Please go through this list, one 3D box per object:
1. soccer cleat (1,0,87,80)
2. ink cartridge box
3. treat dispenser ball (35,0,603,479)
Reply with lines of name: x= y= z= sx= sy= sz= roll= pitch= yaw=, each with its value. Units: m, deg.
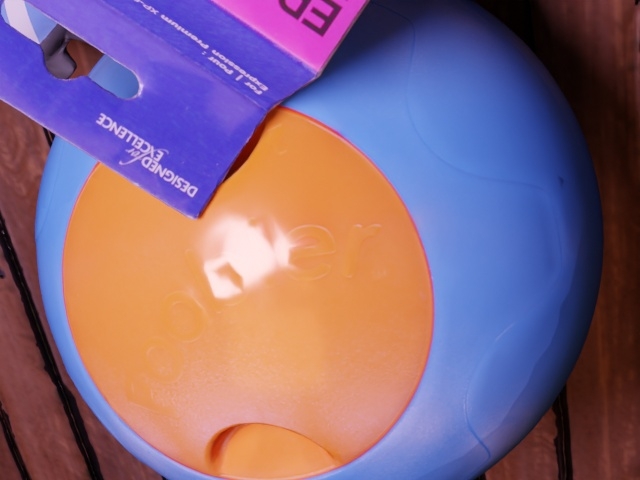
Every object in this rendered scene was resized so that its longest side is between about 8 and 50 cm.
soccer cleat: x=-0.129 y=-0.203 z=0.884 sx=0.143 sy=0.116 sz=0.331 roll=31 pitch=138 yaw=-11
ink cartridge box: x=-0.019 y=-0.199 z=0.721 sx=0.176 sy=0.069 sz=0.371 roll=33 pitch=98 yaw=-13
treat dispenser ball: x=0.000 y=0.000 z=0.918 sx=0.288 sy=0.288 sz=0.288 roll=12 pitch=138 yaw=11
